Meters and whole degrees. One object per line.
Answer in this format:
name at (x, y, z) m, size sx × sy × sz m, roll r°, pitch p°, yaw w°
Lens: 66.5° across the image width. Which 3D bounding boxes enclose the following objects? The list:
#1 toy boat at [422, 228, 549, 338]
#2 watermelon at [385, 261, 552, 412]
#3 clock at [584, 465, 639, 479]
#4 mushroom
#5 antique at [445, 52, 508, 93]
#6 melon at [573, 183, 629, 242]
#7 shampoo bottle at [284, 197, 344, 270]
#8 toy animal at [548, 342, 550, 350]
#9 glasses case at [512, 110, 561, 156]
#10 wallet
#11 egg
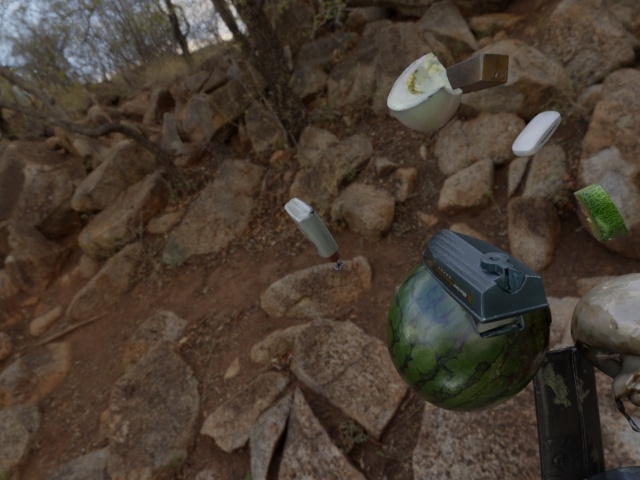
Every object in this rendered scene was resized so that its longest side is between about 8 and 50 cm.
toy boat at (0.206, 0.046, 0.673) m, size 0.092 × 0.103 × 0.246 m, roll -12°, pitch 20°, yaw -8°
watermelon at (0.309, 0.189, 1.057) m, size 0.363 × 0.363 × 0.363 m, roll -25°, pitch 10°, yaw 5°
clock at (0.734, 0.686, 1.125) m, size 0.386 × 0.386 × 0.076 m, roll -23°, pitch 18°, yaw 15°
mushroom at (0.675, 0.230, 0.949) m, size 0.295 × 0.362 × 0.362 m, roll -62°, pitch 22°, yaw -15°
antique at (0.481, -0.532, 1.588) m, size 0.093 × 0.088 × 0.310 m, roll -2°, pitch 8°, yaw -13°
melon at (0.681, -0.061, 1.183) m, size 0.064 × 0.209 × 0.118 m, roll -31°, pitch 31°, yaw 22°
shampoo bottle at (0.000, 0.000, 1.552) m, size 0.071 × 0.284 × 0.153 m, roll -38°, pitch 31°, yaw -8°
toy animal at (0.674, 0.305, 1.580) m, size 0.066 × 0.224 × 0.229 m, roll -57°, pitch 13°, yaw -6°
glasses case at (0.548, -0.271, 1.235) m, size 0.164 × 0.041 × 0.063 m, roll -47°, pitch 38°, yaw -20°
wallet at (0.599, 0.418, 1.174) m, size 0.170 × 0.321 × 0.044 m, roll -6°, pitch 1°, yaw -9°
egg at (0.336, -0.438, 1.545) m, size 0.206 × 0.161 × 0.271 m, roll -36°, pitch 32°, yaw 20°
